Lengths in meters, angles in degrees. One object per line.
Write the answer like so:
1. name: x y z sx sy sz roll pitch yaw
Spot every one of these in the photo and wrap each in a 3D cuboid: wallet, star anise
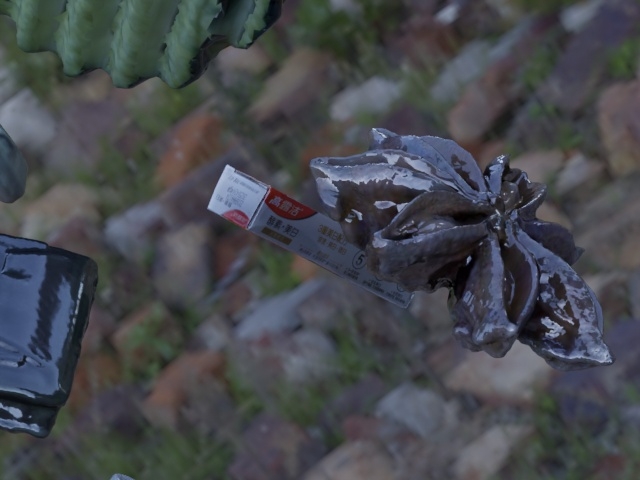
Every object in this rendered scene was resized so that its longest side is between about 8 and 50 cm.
1. wallet: -0.292 0.046 1.381 0.052 0.245 0.169 110 171 -47
2. star anise: 0.080 -0.003 1.138 0.073 0.197 0.212 -59 14 26

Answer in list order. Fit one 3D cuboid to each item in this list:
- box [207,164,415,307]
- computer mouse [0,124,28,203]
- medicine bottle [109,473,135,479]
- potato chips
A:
1. box: 0.000 0.000 1.525 0.055 0.218 0.040 28 91 41
2. computer mouse: -0.411 -0.123 1.866 0.095 0.197 0.331 -48 40 -13
3. medicine bottle: -0.145 0.214 1.312 0.091 0.058 0.058 -54 28 1
4. potato chips: -0.188 -0.282 1.638 0.070 0.358 0.429 -59 -1 -35
